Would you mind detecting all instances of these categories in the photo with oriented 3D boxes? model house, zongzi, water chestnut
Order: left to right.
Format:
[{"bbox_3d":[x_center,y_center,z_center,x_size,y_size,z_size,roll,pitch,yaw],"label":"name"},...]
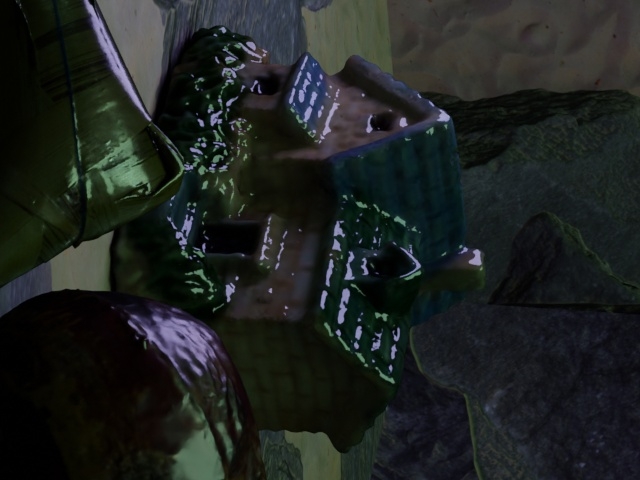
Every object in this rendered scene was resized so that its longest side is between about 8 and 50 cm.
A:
[{"bbox_3d":[-0.293,-0.094,1.486,0.289,0.123,0.260,-28,96,-29],"label":"zongzi"},{"bbox_3d":[-0.212,0.211,1.481,0.350,0.302,0.350,45,-33,41],"label":"water chestnut"},{"bbox_3d":[0.000,0.000,2.084,0.445,0.400,0.395,-73,164,-45],"label":"model house"}]
